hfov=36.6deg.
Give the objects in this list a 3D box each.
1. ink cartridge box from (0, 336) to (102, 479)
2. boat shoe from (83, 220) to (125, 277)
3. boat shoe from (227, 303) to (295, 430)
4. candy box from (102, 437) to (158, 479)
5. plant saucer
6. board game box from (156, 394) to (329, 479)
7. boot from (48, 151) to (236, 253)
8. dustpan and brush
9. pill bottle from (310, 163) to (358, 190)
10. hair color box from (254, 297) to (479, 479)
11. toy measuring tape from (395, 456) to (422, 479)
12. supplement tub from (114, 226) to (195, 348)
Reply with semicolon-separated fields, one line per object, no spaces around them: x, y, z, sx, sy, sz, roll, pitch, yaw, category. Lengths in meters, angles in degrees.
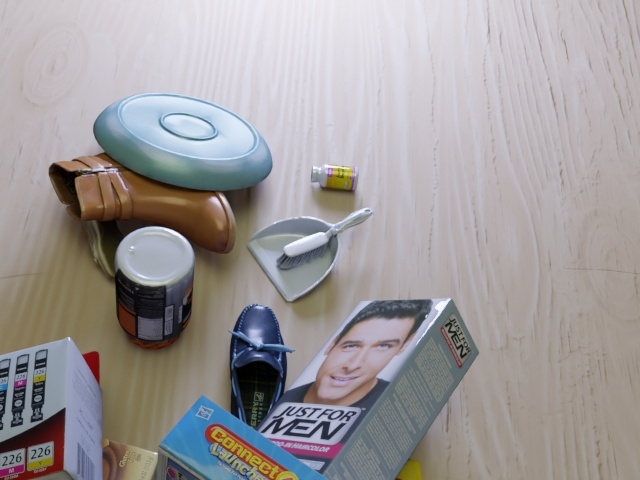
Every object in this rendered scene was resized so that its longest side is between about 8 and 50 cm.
-0.448;0.247;1.243;0.310;0.130;0.271;-15;45;1;ink cartridge box
-0.358;0.003;1.597;0.056;0.048;0.153;2;53;-46;boat shoe
-0.085;0.200;1.460;0.109;0.089;0.258;-1;53;-11;boat shoe
-0.346;0.406;1.253;0.183;0.087;0.316;15;52;2;candy box
-0.233;-0.185;1.687;0.318;0.043;0.317;13;28;-7;plant saucer
-0.061;0.374;1.191;0.302;0.308;0.086;31;52;13;board game box
-0.288;-0.061;1.569;0.220;0.109;0.283;-9;46;-46;boot
0.000;0.000;1.649;0.211;0.060;0.147;-24;60;-25;dustpan and brush
0.025;-0.116;1.754;0.083;0.043;0.043;5;52;-6;pill bottle
0.051;0.239;1.371;0.185;0.113;0.374;-5;32;44;hair color box
0.082;0.336;1.378;0.122;0.121;0.330;4;43;-7;toy measuring tape
-0.251;0.077;1.460;0.117;0.190;0.117;5;53;-7;supplement tub
